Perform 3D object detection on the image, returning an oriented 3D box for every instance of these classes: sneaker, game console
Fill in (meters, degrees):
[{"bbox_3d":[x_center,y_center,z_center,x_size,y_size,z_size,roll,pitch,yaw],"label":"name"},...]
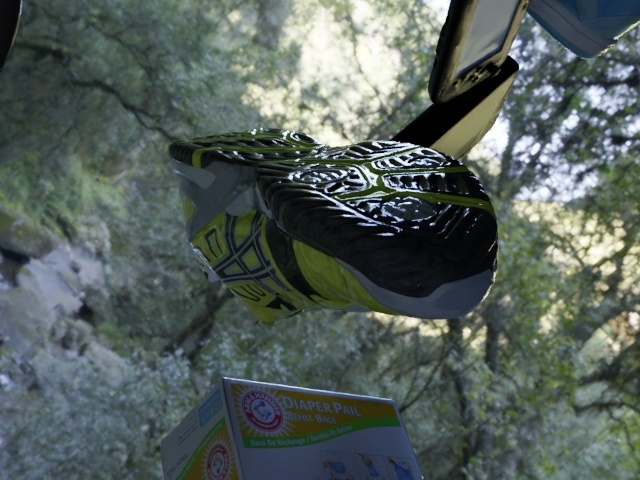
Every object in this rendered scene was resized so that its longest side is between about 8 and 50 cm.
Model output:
[{"bbox_3d":[0.000,0.000,0.613,0.384,0.145,0.147,25,-56,58],"label":"sneaker"},{"bbox_3d":[0.139,-0.160,0.780,0.044,0.213,0.361,42,-20,17],"label":"game console"},{"bbox_3d":[0.257,-0.325,0.752,0.319,0.208,0.127,21,56,-33],"label":"sneaker"}]

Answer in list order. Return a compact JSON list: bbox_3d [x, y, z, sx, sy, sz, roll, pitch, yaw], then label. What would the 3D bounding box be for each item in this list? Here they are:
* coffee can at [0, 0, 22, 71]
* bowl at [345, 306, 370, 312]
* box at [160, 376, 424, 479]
[{"bbox_3d":[-0.387,-0.206,0.545,0.275,0.201,0.201,24,-8,22],"label":"coffee can"},{"bbox_3d":[0.109,0.020,1.257,0.134,0.298,0.298,52,2,-22],"label":"bowl"},{"bbox_3d":[-0.023,0.204,0.684,0.203,0.114,0.103,15,40,-36],"label":"box"}]
